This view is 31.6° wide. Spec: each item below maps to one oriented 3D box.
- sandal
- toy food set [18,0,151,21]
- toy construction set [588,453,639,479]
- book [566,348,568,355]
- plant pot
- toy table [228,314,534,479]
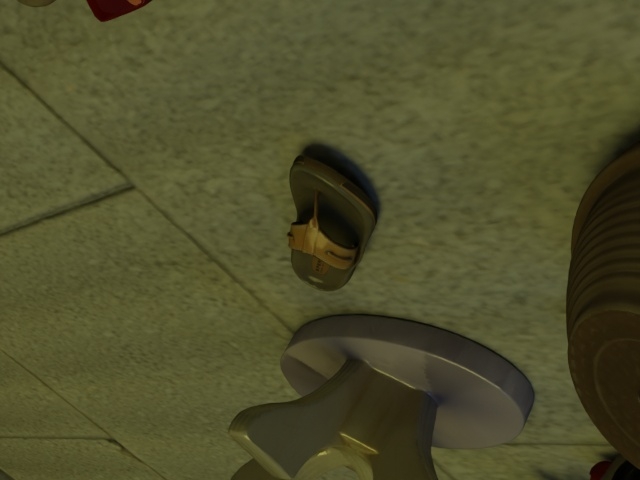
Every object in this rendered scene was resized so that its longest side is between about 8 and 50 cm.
[{"bbox_3d":[0.000,0.000,0.881,0.072,0.049,0.180,26,151,10],"label":"sandal"},{"bbox_3d":[-0.107,-0.202,0.651,0.232,0.104,0.111,-16,115,31],"label":"toy food set"},{"bbox_3d":[0.338,0.310,0.928,0.237,0.257,0.309,20,144,-16],"label":"toy construction set"},{"bbox_3d":[0.259,0.081,0.789,0.096,0.035,0.144,38,150,-20],"label":"book"},{"bbox_3d":[0.216,0.061,0.626,0.237,0.110,0.237,39,146,33],"label":"plant pot"},{"bbox_3d":[0.041,0.180,1.014,0.252,0.161,0.274,42,150,-20],"label":"toy table"}]
